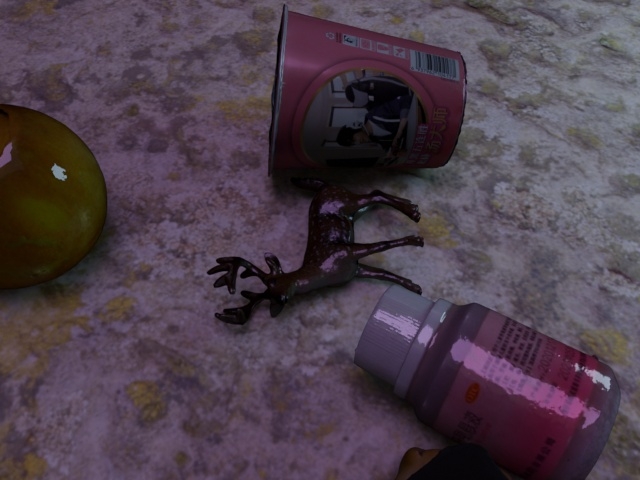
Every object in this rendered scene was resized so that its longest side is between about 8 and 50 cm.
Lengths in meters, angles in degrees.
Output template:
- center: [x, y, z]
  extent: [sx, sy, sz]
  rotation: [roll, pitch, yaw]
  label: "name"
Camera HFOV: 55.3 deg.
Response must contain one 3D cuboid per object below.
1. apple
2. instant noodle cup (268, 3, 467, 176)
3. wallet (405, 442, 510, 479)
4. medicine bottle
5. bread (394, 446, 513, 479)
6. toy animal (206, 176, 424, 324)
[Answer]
- center: [-0.382, -0.060, 0.745]
  extent: [0.236, 0.207, 0.237]
  rotation: [-1, 52, 1]
  label: "apple"
- center: [0.057, -0.191, 0.849]
  extent: [0.255, 0.244, 0.244]
  rotation: [5, 53, -7]
  label: "instant noodle cup"
- center: [0.013, 0.306, 0.455]
  extent: [0.377, 0.051, 0.197]
  rotation: [-36, 20, -1]
  label: "wallet"
- center: [0.165, 0.142, 0.637]
  extent: [0.247, 0.147, 0.147]
  rotation: [25, 57, 18]
  label: "medicine bottle"
- center: [0.102, 0.300, 0.559]
  extent: [0.134, 0.081, 0.225]
  rotation: [23, 59, 22]
  label: "bread"
- center: [0.000, 0.016, 0.783]
  extent: [0.259, 0.087, 0.243]
  rotation: [1, 40, 3]
  label: "toy animal"
